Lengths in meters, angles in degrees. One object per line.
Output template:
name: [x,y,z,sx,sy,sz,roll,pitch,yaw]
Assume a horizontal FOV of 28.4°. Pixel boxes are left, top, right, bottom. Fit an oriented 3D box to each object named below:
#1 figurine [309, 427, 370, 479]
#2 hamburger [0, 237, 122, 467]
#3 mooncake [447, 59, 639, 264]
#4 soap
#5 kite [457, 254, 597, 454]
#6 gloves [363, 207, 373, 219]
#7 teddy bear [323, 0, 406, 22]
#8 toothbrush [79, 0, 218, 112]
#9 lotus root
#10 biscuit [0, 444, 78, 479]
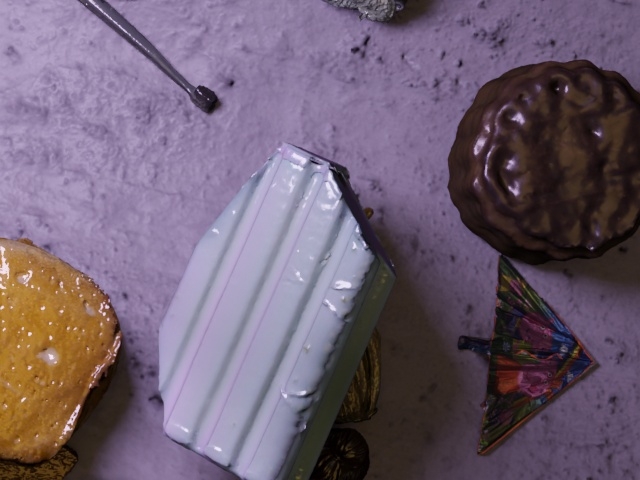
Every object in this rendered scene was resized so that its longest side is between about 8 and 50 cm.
figurine: [-0.061,0.396,1.886,0.315,0.168,0.187,-33,53,-19]
hamburger: [-0.440,0.162,1.806,0.284,0.174,0.304,33,83,-3]
mooncake: [0.366,-0.122,1.952,0.324,0.187,0.324,0,89,-8]
soap: [-0.061,0.098,1.770,0.261,0.156,0.446,25,95,24]
kite: [0.328,0.188,2.015,0.234,0.016,0.321,8,86,-10]
gloves: [0.001,0.003,1.919,0.180,0.129,0.106,-18,101,0]
teddy bear: [0.107,-0.398,1.961,0.213,0.133,0.111,-27,112,-23]
toothbrush: [-0.274,-0.303,1.937,0.297,0.030,0.030,41,55,-3]
lotus root: [0.029,0.211,1.936,0.143,0.070,0.144,-12,85,-16]
biscuit: [-0.461,0.366,1.867,0.126,0.025,0.206,41,81,-5]
